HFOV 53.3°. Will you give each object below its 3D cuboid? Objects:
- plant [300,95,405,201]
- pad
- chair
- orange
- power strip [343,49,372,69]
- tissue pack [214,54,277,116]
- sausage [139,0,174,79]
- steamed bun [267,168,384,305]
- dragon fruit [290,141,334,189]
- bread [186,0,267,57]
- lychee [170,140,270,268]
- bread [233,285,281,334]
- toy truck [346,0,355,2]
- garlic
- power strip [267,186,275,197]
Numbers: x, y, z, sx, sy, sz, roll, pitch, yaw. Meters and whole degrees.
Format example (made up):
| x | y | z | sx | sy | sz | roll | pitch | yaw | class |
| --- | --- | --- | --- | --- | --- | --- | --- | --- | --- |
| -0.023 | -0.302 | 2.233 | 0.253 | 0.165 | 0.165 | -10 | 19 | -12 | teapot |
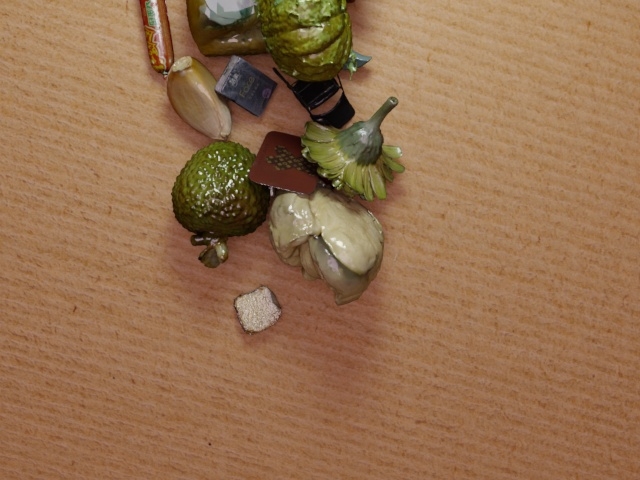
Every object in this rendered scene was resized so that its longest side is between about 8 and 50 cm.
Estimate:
| x | y | z | sx | sy | sz | roll | pitch | yaw | class |
| --- | --- | --- | --- | --- | --- | --- | --- | --- | --- |
| 0.085 | -0.273 | 1.723 | 0.261 | 0.306 | 0.297 | 26 | 131 | 32 | plant |
| -0.084 | -0.216 | 1.730 | 0.181 | 0.267 | 0.004 | 13 | 130 | 1 | pad |
| -0.008 | -0.422 | 1.801 | 0.140 | 0.221 | 0.145 | -37 | 53 | 2 | chair |
| -0.042 | -0.534 | 1.555 | 0.223 | 0.301 | 0.300 | -14 | 61 | 11 | orange |
| 0.044 | -0.572 | 1.778 | 0.137 | 0.044 | 0.216 | -18 | 114 | 31 | power strip |
| -0.207 | -0.428 | 1.776 | 0.156 | 0.051 | 0.112 | 25 | 96 | -44 | tissue pack |
| -0.453 | -0.582 | 1.783 | 0.083 | 0.083 | 0.264 | -9 | 96 | -1 | sausage |
| 0.000 | -0.004 | 1.728 | 0.372 | 0.325 | 0.230 | 43 | 120 | 7 | steamed bun |
| -0.035 | -0.210 | 1.817 | 0.192 | 0.122 | 0.092 | 20 | 122 | -5 | dragon fruit |
| -0.226 | -0.698 | 1.688 | 0.239 | 0.264 | 0.395 | -1 | 97 | 2 | bread |
| -0.275 | -0.114 | 1.746 | 0.270 | 0.270 | 0.320 | 28 | 58 | -4 | lychee |
| -0.184 | 0.203 | 1.883 | 0.129 | 0.044 | 0.126 | -25 | 88 | 3 | bread |
| 0.033 | -0.757 | 1.694 | 0.211 | 0.288 | 0.204 | 8 | 96 | -15 | toy truck |
| -0.329 | -0.384 | 1.762 | 0.145 | 0.164 | 0.245 | -35 | 102 | -10 | garlic |
| -0.149 | -0.184 | 1.838 | 0.032 | 0.056 | 0.123 | -4 | 95 | -3 | power strip |
